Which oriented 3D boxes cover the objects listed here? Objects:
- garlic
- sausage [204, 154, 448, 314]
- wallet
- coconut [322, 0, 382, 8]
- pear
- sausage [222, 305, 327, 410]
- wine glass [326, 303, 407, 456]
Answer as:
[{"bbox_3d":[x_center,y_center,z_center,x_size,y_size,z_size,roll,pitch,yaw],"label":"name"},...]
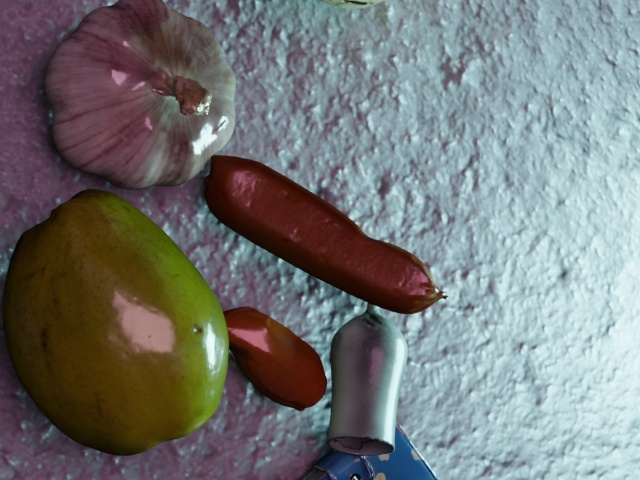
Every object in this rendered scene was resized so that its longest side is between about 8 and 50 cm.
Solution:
[{"bbox_3d":[-0.195,-0.174,1.853,0.245,0.253,0.245,-2,93,-28],"label":"garlic"},{"bbox_3d":[0.000,0.000,1.950,0.348,0.097,0.094,31,87,8],"label":"sausage"},{"bbox_3d":[0.048,0.333,2.013,0.202,0.059,0.141,-40,100,-24],"label":"wallet"},{"bbox_3d":[0.034,-0.476,1.983,0.353,0.353,0.352,3,82,-26],"label":"coconut"},{"bbox_3d":[-0.241,0.098,1.792,0.253,0.253,0.307,-32,96,-26],"label":"pear"},{"bbox_3d":[-0.067,0.145,1.966,0.179,0.089,0.089,42,68,-22],"label":"sausage"},{"bbox_3d":[0.062,0.157,1.992,0.103,0.103,0.231,17,63,-24],"label":"wine glass"}]
